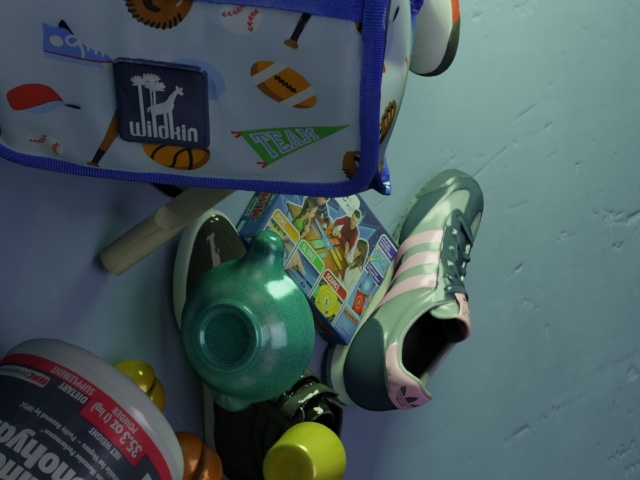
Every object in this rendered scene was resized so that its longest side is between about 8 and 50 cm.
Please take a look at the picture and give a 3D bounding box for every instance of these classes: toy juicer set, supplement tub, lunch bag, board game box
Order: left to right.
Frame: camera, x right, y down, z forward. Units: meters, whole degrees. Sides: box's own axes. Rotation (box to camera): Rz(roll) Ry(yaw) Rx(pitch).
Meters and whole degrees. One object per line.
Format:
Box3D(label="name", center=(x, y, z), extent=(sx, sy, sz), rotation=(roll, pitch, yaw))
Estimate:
Box3D(label="supplement tub", center=(-0.258, 0.233, 1.348), extent=(0.272, 0.191, 0.191), rotation=(-51, 130, -32))
Box3D(label="lunch bag", center=(-0.094, -0.156, 1.273), extent=(0.385, 0.327, 0.239), rotation=(50, 47, -84))
Box3D(label="toy juicer set", center=(-0.105, 0.090, 1.525), extent=(0.089, 0.209, 0.329), rotation=(-12, 90, -69))
Box3D(label="board game box", center=(0.000, 0.000, 1.737), extent=(0.201, 0.035, 0.136), rotation=(52, 58, -40))

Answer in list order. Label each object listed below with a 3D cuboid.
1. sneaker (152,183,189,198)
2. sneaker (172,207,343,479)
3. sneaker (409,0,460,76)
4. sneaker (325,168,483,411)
Box3D(label="sneaker", center=(-0.141, -0.098, 1.551), extent=(0.170, 0.051, 0.089), rotation=(40, 65, -50))
Box3D(label="sneaker", center=(-0.053, 0.112, 1.605), extent=(0.104, 0.146, 0.296), rotation=(-24, 112, -43))
Box3D(label="sneaker", center=(0.045, -0.274, 1.505), extent=(0.145, 0.090, 0.270), rotation=(-22, 109, -45))
Box3D(label="sneaker", center=(0.132, 0.058, 1.825), extent=(0.112, 0.131, 0.319), rotation=(50, 59, -40))
